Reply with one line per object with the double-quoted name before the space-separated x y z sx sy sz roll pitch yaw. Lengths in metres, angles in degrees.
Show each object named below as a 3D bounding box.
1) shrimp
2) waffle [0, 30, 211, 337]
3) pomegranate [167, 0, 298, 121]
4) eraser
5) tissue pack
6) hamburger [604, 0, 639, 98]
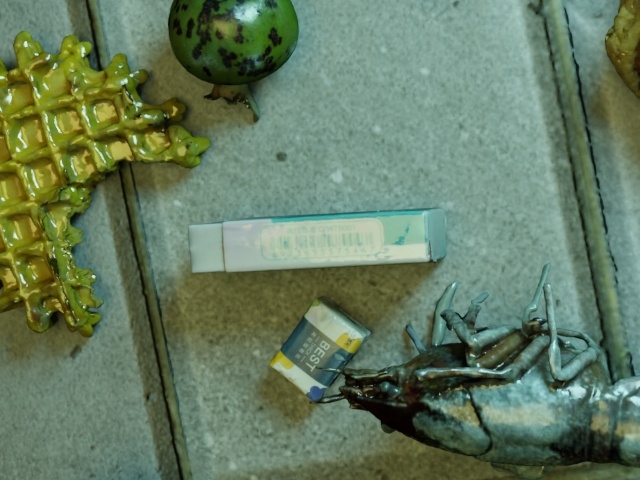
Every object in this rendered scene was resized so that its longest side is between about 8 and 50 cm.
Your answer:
"shrimp" 0.204 0.129 1.000 0.411 0.166 0.221 11 124 20
"waffle" -0.276 -0.064 1.165 0.260 0.069 0.293 33 101 10
"pomegranate" -0.082 -0.180 1.084 0.122 0.122 0.161 11 127 15
"eraser" 0.000 0.000 1.074 0.225 0.095 0.052 -4 93 16
"tissue pack" -0.001 0.103 1.110 0.062 0.042 0.083 39 103 12
"hamburger" 0.323 -0.231 0.933 0.124 0.131 0.262 30 104 50
